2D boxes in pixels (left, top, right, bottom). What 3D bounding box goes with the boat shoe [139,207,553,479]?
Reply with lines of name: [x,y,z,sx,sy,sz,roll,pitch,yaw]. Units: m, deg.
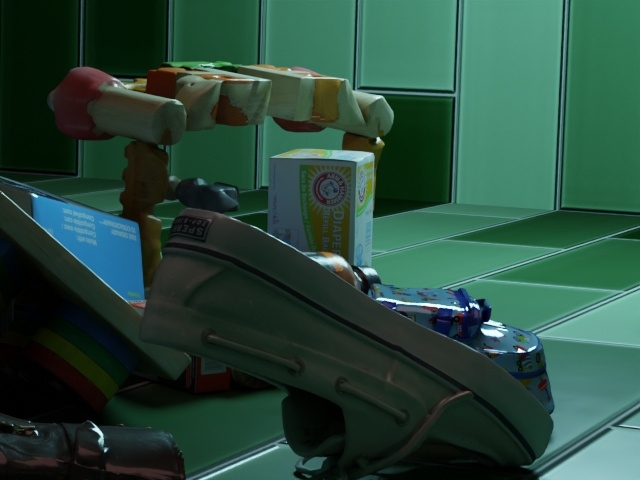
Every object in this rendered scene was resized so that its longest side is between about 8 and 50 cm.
boat shoe: [0.016,0.125,1.426,0.367,0.156,0.136,32,-16,-31]

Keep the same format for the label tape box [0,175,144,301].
label tape box: [-0.306,-0.002,2.006,0.333,0.106,0.240,18,0,22]

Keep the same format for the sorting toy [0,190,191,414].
sorting toy: [-0.275,0.052,1.687,0.257,0.089,0.255,43,-16,-19]

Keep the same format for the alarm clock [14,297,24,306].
alarm clock: [-0.405,0.042,2.235,0.129,0.064,0.192,8,2,36]

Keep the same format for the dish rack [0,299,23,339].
dish rack: [-0.386,0.076,1.979,0.271,0.074,0.208,0,7,-17]

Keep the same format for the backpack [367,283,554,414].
backpack: [0.123,0.106,1.674,0.173,0.117,0.158,5,7,4]

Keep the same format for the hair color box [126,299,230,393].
hair color box: [-0.143,0.101,1.830,0.043,0.072,0.141,-3,7,-37]

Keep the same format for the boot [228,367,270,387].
boot: [-0.049,0.108,1.870,0.084,0.059,0.158,1,5,44]

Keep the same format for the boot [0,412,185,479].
boot: [-0.219,0.153,1.367,0.229,0.091,0.263,5,9,-20]

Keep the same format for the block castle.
block castle: [-0.135,-0.064,2.309,0.213,0.303,0.453,16,14,40]

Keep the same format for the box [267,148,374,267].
box: [0.000,0.000,2.177,0.103,0.203,0.114,3,7,12]

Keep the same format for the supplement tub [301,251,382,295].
supplement tub: [-0.031,0.065,2.034,0.198,0.106,0.106,-2,7,-31]
